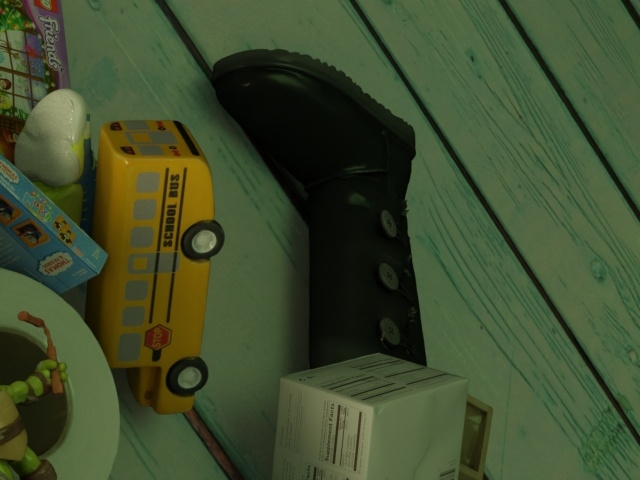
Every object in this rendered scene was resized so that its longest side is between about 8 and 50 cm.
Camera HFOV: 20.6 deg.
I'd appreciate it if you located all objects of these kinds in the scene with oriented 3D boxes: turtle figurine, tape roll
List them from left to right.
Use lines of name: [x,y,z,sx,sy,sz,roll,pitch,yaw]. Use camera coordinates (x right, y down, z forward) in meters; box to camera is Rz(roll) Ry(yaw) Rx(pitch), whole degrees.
tape roll: [-0.350,0.175,1.865,0.286,0.100,0.286,26,52,-38]
turtle figurine: [-0.321,0.202,1.729,0.217,0.087,0.269,70,23,-8]

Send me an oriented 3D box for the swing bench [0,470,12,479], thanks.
swing bench: [-0.376,0.370,1.598,0.165,0.253,0.255,50,40,-17]

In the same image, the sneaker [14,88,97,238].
sneaker: [-0.285,-0.065,2.008,0.091,0.240,0.126,33,26,29]

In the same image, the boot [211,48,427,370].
boot: [0.002,0.001,2.359,0.367,0.146,0.445,23,58,-38]

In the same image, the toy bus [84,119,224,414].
toy bus: [-0.191,0.035,1.995,0.130,0.333,0.108,-3,29,-21]

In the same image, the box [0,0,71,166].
box: [-0.386,-0.192,2.067,0.201,0.057,0.293,13,60,-46]

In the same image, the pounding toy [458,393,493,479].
pounding toy: [0.169,0.258,2.441,0.130,0.100,0.141,31,59,-35]

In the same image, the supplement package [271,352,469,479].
supplement package: [0.055,0.291,2.144,0.204,0.145,0.262,-9,109,-51]

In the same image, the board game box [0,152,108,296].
board game box: [-0.359,-0.015,1.914,0.211,0.160,0.039,46,40,-22]
